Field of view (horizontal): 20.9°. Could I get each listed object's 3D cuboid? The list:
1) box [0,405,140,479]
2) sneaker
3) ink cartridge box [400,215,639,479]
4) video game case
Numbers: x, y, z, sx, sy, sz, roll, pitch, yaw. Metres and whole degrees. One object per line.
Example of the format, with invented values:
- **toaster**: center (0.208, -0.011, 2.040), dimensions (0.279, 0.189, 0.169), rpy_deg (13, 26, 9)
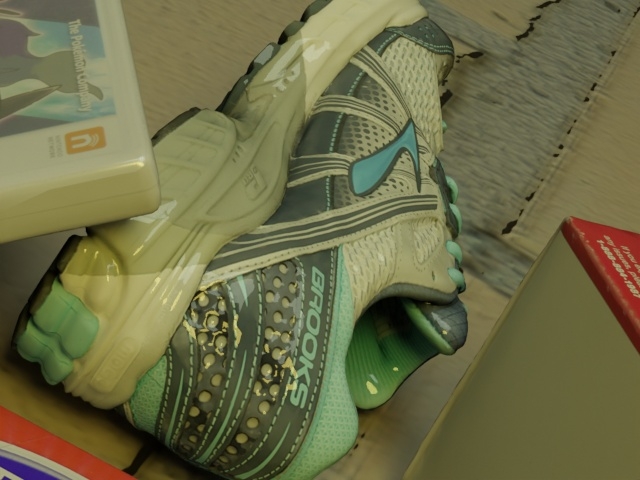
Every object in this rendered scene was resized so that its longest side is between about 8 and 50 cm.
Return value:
- **box**: center (-0.084, 0.112, 0.323), dimensions (0.257, 0.123, 0.128), rpy_deg (28, 27, 2)
- **sneaker**: center (0.000, 0.000, 0.637), dimensions (0.122, 0.110, 0.283), rpy_deg (41, 35, 0)
- **ink cartridge box**: center (0.142, 0.092, 0.552), dimensions (0.176, 0.127, 0.128), rpy_deg (12, 31, -28)
- **video game case**: center (-0.152, -0.053, 0.555), dimensions (0.183, 0.023, 0.201), rpy_deg (-12, 36, -5)
